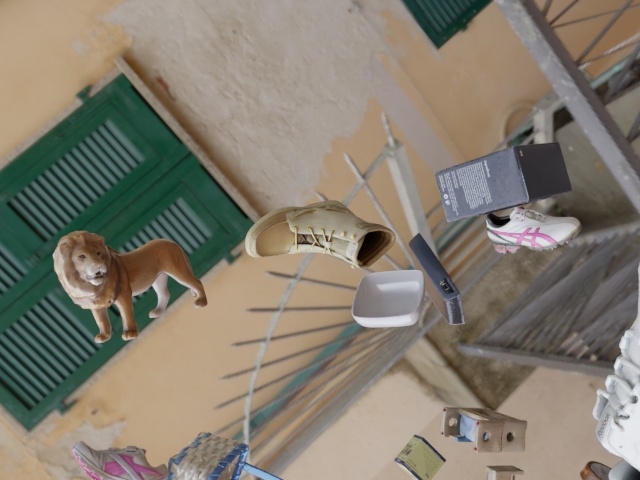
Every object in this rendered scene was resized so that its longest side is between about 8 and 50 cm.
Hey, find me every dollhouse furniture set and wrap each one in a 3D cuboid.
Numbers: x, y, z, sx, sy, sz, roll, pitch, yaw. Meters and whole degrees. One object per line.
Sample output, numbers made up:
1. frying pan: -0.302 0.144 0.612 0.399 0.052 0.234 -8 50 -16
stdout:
1. dollhouse furniture set: 0.340 0.462 1.352 0.129 0.183 0.129 8 176 -23

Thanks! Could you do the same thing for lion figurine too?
1. lion figurine: -0.400 0.071 1.378 0.392 0.142 0.240 -26 -72 -64

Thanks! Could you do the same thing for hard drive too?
1. hard drive: 0.333 0.115 1.840 0.172 0.054 0.254 68 177 -48

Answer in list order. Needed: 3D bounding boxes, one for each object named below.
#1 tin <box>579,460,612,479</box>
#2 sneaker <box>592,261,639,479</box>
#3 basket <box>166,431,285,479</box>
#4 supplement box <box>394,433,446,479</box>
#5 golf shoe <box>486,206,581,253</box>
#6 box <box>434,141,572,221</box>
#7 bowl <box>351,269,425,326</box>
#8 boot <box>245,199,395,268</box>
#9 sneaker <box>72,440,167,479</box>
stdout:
1. tin: 0.661 0.548 1.377 0.190 0.040 0.106 28 -161 14
2. sneaker: 0.316 0.145 0.579 0.111 0.130 0.297 -74 -32 -64
3. basket: -0.248 0.643 1.654 0.289 0.200 0.255 19 -166 19
4. supplement box: 0.242 0.534 1.542 0.083 0.083 0.056 45 164 -3
5. golf shoe: 0.399 -0.025 1.209 0.186 0.067 0.086 -10 117 46
6. box: 0.308 -0.099 1.071 0.158 0.156 0.093 -17 86 47
7. bowl: 0.143 0.124 1.278 0.142 0.142 0.053 -6 124 22
8. boot: 0.000 0.000 1.298 0.203 0.262 0.095 30 127 47
9. sneaker: -0.489 0.555 1.568 0.252 0.111 0.103 31 148 -5
